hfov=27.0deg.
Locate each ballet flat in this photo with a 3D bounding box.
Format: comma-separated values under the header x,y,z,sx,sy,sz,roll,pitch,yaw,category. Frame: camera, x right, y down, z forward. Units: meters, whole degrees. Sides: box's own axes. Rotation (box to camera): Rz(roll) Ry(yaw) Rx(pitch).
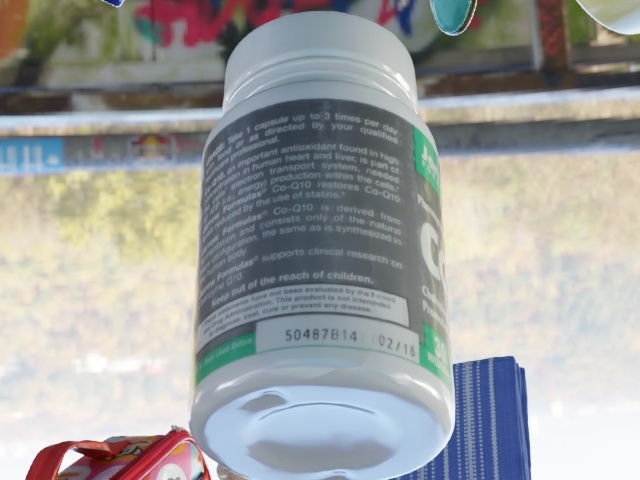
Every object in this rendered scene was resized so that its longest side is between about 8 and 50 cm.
x,y,z,sx,sy,sz,roll,pitch,yaw,category
0.177,-0.373,1.730,0.073,0.206,0.067,6,-159,25,ballet flat

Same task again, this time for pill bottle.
x,y,z,sx,sy,sz,roll,pitch,yaw,category
0.000,0.000,1.094,0.204,0.361,0.204,0,146,0,pill bottle

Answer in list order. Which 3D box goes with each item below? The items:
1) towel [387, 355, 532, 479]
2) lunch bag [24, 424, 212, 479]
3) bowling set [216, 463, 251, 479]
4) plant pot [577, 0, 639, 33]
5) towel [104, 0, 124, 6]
x,y,z,sx,sy,sz,roll,pitch,yaw,category
0.144,0.300,1.976,0.335,0.243,0.040,-11,140,15,towel
-0.190,0.292,1.158,0.120,0.258,0.293,-5,-165,24,lunch bag
0.002,0.169,1.453,0.200,0.287,0.154,-34,122,24,bowling set
0.395,-0.351,1.454,0.254,0.254,0.239,3,160,-33,plant pot
-0.312,-0.511,1.869,0.227,0.308,0.076,28,-156,-11,towel
